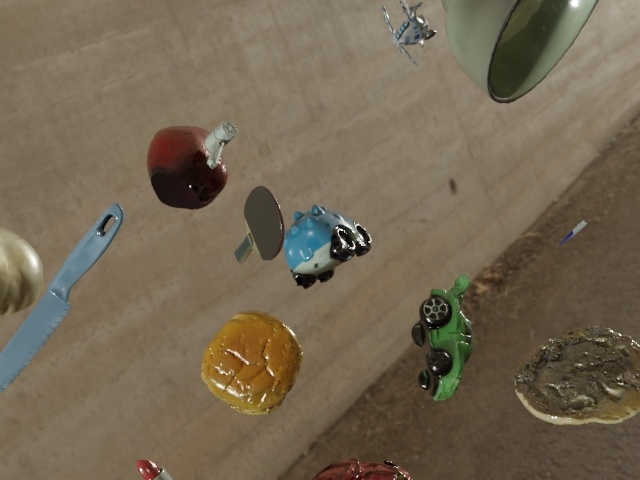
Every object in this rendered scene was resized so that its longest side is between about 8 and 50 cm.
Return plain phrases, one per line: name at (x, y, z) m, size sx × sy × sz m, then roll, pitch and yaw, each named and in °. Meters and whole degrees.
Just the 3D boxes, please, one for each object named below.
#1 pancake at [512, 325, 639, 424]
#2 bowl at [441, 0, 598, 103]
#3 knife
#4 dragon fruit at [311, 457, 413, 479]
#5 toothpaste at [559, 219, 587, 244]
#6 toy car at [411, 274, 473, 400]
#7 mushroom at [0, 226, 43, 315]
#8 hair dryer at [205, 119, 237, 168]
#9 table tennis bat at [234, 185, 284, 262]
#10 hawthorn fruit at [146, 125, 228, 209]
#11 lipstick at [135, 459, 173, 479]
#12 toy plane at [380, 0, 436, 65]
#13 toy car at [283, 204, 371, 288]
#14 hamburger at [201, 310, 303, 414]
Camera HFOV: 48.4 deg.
pancake at (0.542, 0.280, 1.478) m, size 0.282 × 0.049 × 0.282 m, roll -13°, pitch 31°, yaw 8°
bowl at (0.337, -0.437, 1.245) m, size 0.354 × 0.185 × 0.354 m, roll -40°, pitch -26°, yaw -24°
knife at (-0.347, 0.081, 0.931) m, size 0.313 × 0.044 × 0.019 m, roll -52°, pitch 5°, yaw 6°
dragon fruit at (0.089, 0.725, 1.988) m, size 0.330 × 0.240 × 0.302 m, roll 11°, pitch -48°, yaw -32°
toothpaste at (0.603, -0.016, 1.707) m, size 0.083 × 0.015 × 0.024 m, roll -47°, pitch -16°, yaw 21°
toy car at (0.380, 0.296, 2.163) m, size 0.176 × 0.359 × 0.213 m, roll -3°, pitch -29°, yaw -2°
mushroom at (-0.487, 0.050, 1.038) m, size 0.122 × 0.154 × 0.154 m, roll -49°, pitch 2°, yaw 21°
hair dryer at (-0.249, -0.218, 1.705) m, size 0.082 × 0.047 × 0.137 m, roll -35°, pitch 33°, yaw 40°
table tennis bat at (-0.142, -0.017, 1.591) m, size 0.021 × 0.154 × 0.274 m, roll -14°, pitch -18°, yaw -30°
hawthorn fruit at (-0.353, -0.201, 1.861) m, size 0.215 × 0.215 × 0.250 m, roll -25°, pitch 52°, yaw 0°
lipstick at (-0.257, 0.446, 1.229) m, size 0.057 × 0.186 × 0.063 m, roll -32°, pitch 10°, yaw 9°
toy plane at (0.229, -0.558, 1.800) m, size 0.107 × 0.182 × 0.273 m, roll -27°, pitch -23°, yaw 0°
toy car at (0.000, 0.000, 1.866) m, size 0.188 × 0.190 × 0.255 m, roll -38°, pitch -11°, yaw 25°
hamburger at (-0.160, 0.286, 1.663) m, size 0.244 × 0.244 × 0.163 m, roll -26°, pitch -6°, yaw -7°
